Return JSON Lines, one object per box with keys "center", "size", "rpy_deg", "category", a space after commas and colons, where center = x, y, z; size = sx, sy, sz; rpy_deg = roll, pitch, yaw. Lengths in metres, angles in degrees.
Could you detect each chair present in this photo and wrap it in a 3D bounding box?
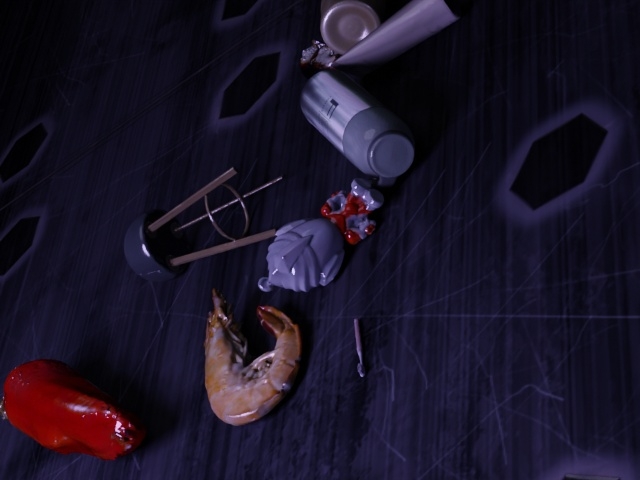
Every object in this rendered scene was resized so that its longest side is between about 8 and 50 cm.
{"center": [-0.148, -0.025, 2.349], "size": [0.222, 0.104, 0.095], "rpy_deg": [-25, 10, 29], "category": "chair"}

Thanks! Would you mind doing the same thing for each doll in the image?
{"center": [0.000, 0.000, 2.121], "size": [0.180, 0.079, 0.094], "rpy_deg": [-42, 68, -2], "category": "doll"}

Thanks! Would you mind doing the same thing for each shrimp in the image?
{"center": [-0.084, 0.123, 2.105], "size": [0.133, 0.053, 0.236], "rpy_deg": [-43, 32, 15], "category": "shrimp"}

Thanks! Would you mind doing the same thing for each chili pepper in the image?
{"center": [-0.315, 0.214, 2.266], "size": [0.110, 0.110, 0.387], "rpy_deg": [-56, 30, -12], "category": "chili pepper"}

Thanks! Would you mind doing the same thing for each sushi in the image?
{"center": [0.000, -0.242, 2.444], "size": [0.083, 0.044, 0.046], "rpy_deg": [-7, 48, 54], "category": "sushi"}

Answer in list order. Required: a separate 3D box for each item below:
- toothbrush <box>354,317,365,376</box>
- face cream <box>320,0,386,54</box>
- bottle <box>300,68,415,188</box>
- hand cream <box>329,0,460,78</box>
{"center": [0.042, 0.116, 1.982], "size": [0.006, 0.008, 0.097], "rpy_deg": [-25, 33, 14], "category": "toothbrush"}
{"center": [0.048, -0.361, 2.503], "size": [0.137, 0.084, 0.341], "rpy_deg": [-43, 20, 24], "category": "face cream"}
{"center": [0.044, -0.136, 2.223], "size": [0.253, 0.080, 0.096], "rpy_deg": [-134, 48, -62], "category": "bottle"}
{"center": [0.104, -0.265, 2.307], "size": [0.186, 0.087, 0.054], "rpy_deg": [-33, 69, 22], "category": "hand cream"}
